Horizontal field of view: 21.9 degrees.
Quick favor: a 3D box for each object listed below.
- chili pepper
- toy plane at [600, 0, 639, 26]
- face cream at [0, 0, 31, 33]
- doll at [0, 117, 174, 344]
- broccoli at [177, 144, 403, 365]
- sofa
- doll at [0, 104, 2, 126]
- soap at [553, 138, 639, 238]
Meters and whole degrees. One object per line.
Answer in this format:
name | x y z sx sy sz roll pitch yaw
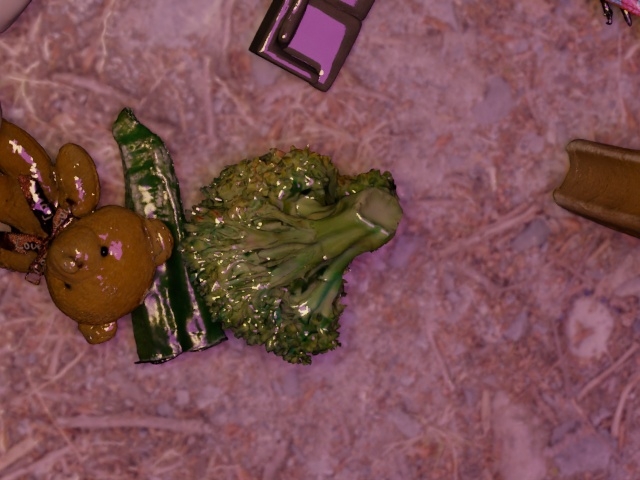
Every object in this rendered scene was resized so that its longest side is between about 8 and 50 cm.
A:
chili pepper | -0.150 -0.007 1.469 0.088 0.059 0.227 -13 96 9
toy plane | 0.322 -0.220 1.567 0.130 0.061 0.189 -23 108 -12
face cream | -0.357 -0.322 1.347 0.336 0.080 0.163 37 88 -17
doll | -0.232 -0.013 1.409 0.209 0.097 0.137 38 106 -2
broccoli | 0.000 0.000 1.436 0.219 0.194 0.194 -36 109 -41
sofa | 0.008 -0.214 1.478 0.085 0.060 0.147 28 90 -18
doll | -0.334 -0.042 1.354 0.113 0.155 0.275 14 103 -16
soap | 0.334 -0.028 1.494 0.160 0.257 0.080 18 93 -18
